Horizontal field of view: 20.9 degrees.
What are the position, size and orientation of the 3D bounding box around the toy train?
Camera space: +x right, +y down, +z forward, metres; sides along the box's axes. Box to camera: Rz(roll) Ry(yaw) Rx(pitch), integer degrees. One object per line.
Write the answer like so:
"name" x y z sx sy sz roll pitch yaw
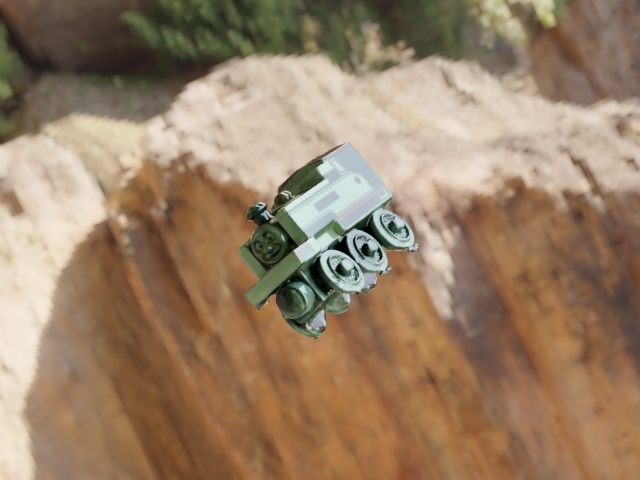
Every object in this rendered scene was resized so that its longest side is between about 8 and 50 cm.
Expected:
"toy train" 0.000 0.000 0.630 0.053 0.033 0.083 50 34 3
